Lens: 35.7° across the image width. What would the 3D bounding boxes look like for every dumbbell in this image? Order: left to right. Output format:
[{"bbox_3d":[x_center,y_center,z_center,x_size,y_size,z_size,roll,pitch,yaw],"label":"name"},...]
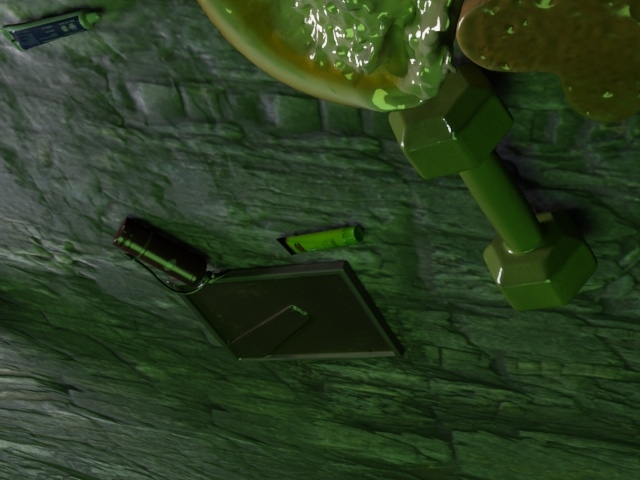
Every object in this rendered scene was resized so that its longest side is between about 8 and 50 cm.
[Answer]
[{"bbox_3d":[0.187,-0.048,1.048,0.108,0.121,0.302,-31,125,12],"label":"dumbbell"}]

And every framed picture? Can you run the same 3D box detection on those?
[{"bbox_3d":[-0.050,0.109,1.429,0.289,0.016,0.213,-6,137,30],"label":"framed picture"}]

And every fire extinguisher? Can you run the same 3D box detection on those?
[{"bbox_3d":[-0.210,0.029,1.368,0.157,0.045,0.078,29,119,-15],"label":"fire extinguisher"}]

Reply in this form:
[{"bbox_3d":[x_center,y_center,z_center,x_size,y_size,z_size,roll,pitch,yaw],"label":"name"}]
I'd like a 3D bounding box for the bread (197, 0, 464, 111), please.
[{"bbox_3d":[0.038,-0.289,0.670,0.329,0.245,0.424,47,152,29],"label":"bread"}]

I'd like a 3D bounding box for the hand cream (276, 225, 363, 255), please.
[{"bbox_3d":[0.000,0.000,1.263,0.122,0.023,0.036,-9,139,38],"label":"hand cream"}]

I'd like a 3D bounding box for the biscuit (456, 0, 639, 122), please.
[{"bbox_3d":[0.292,-0.208,0.842,0.355,0.052,0.275,7,142,14],"label":"biscuit"}]

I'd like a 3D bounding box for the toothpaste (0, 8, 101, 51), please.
[{"bbox_3d":[-0.293,-0.234,1.093,0.140,0.021,0.037,-5,138,32],"label":"toothpaste"}]
